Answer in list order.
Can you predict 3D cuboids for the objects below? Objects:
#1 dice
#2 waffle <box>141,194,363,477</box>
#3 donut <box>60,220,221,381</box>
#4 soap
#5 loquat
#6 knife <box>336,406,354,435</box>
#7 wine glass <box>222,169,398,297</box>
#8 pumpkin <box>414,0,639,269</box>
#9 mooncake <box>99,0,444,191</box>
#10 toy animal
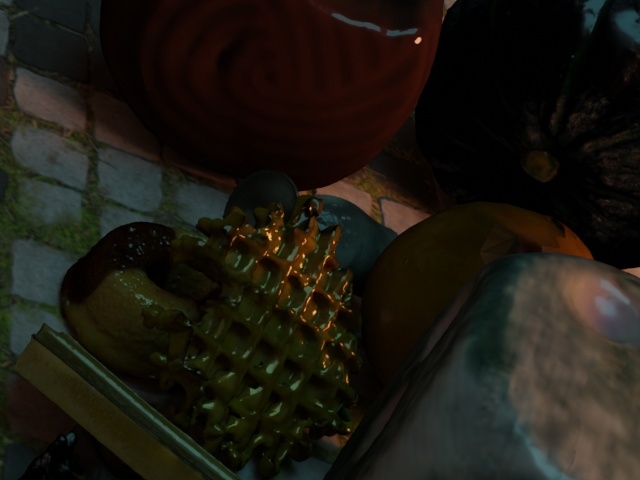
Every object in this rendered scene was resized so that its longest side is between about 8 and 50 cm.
[{"bbox_3d":[0.184,0.232,1.522,0.330,0.328,0.348,36,34,-1],"label":"dice"},{"bbox_3d":[-0.049,0.084,1.647,0.228,0.051,0.232,-23,99,-41],"label":"waffle"},{"bbox_3d":[-0.137,0.051,1.692,0.184,0.073,0.166,14,37,-31],"label":"donut"},{"bbox_3d":[-0.141,0.161,1.539,0.252,0.037,0.092,39,4,-2],"label":"soap"},{"bbox_3d":[0.152,0.078,1.767,0.235,0.235,0.235,23,36,-18],"label":"loquat"},{"bbox_3d":[-0.010,0.101,1.792,0.054,0.015,0.212,12,39,-42],"label":"knife"},{"bbox_3d":[0.000,0.000,1.811,0.202,0.093,0.093,25,30,-52],"label":"wine glass"},{"bbox_3d":[0.287,-0.141,2.036,0.363,0.363,0.266,37,39,1],"label":"pumpkin"},{"bbox_3d":[-0.040,-0.201,1.872,0.174,0.333,0.326,-85,155,-50],"label":"mooncake"},{"bbox_3d":[-0.161,0.218,1.477,0.202,0.070,0.105,48,17,24],"label":"toy animal"}]
